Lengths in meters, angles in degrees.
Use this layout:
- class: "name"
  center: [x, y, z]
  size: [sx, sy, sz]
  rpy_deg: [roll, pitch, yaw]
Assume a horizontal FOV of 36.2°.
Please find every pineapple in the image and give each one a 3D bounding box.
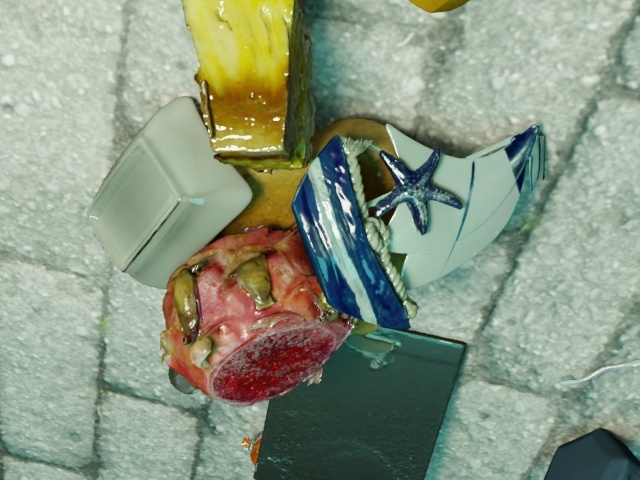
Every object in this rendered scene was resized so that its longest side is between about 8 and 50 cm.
- class: "pineapple"
  center: [-0.059, -0.148, 0.957]
  size: [0.114, 0.186, 0.237]
  rpy_deg: [-5, 125, 15]

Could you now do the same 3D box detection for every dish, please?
- class: "dish"
  center: [-0.189, -0.044, 1.110]
  size: [0.212, 0.077, 0.151]
  rpy_deg: [-44, 75, 39]

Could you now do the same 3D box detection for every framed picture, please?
- class: "framed picture"
  center: [0.047, 0.247, 1.374]
  size: [0.244, 0.013, 0.324]
  rpy_deg: [12, 120, 0]

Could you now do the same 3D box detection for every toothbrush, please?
- class: "toothbrush"
  center: [0.377, 0.171, 1.283]
  size: [0.131, 0.013, 0.011]
  rpy_deg: [-19, 136, 25]

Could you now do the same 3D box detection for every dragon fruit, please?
- class: "dragon fruit"
  center: [-0.068, 0.093, 1.103]
  size: [0.282, 0.147, 0.211]
  rpy_deg: [-39, 133, 23]

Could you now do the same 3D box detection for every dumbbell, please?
- class: "dumbbell"
  center: [0.464, 0.406, 1.394]
  size: [0.324, 0.160, 0.144]
  rpy_deg: [38, 100, -21]

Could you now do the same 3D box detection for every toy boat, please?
- class: "toy boat"
  center: [0.097, -0.049, 1.026]
  size: [0.291, 0.070, 0.210]
  rpy_deg: [-46, 110, 0]

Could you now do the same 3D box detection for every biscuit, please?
- class: "biscuit"
  center: [0.000, -0.001, 1.171]
  size: [0.343, 0.057, 0.287]
  rpy_deg: [-23, 124, 29]

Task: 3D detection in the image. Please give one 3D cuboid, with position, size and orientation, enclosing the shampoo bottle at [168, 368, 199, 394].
- class: "shampoo bottle"
  center: [-0.140, 0.137, 1.330]
  size: [0.063, 0.057, 0.208]
  rpy_deg: [28, 132, -14]

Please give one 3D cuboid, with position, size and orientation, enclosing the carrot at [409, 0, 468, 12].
- class: "carrot"
  center: [0.162, -0.320, 0.805]
  size: [0.114, 0.114, 0.302]
  rpy_deg: [27, 130, -14]

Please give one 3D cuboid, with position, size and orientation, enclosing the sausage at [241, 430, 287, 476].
- class: "sausage"
  center: [-0.012, 0.346, 1.490]
  size: [0.234, 0.071, 0.071]
  rpy_deg: [25, 133, -11]
